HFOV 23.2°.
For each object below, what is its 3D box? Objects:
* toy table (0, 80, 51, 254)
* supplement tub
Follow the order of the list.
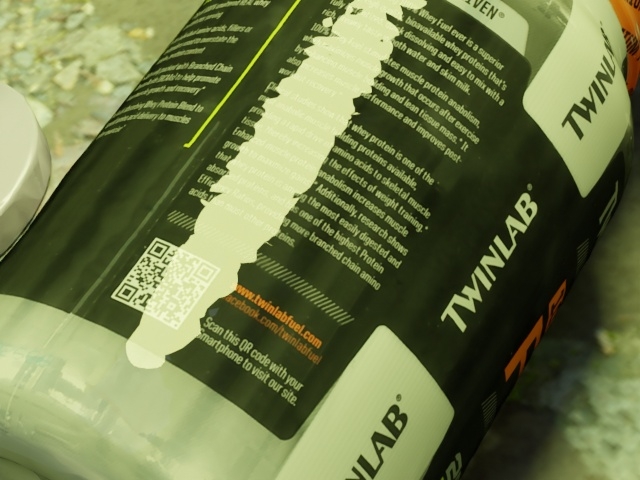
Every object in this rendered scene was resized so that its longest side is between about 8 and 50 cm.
[{"bbox_3d":[-0.295,-0.049,0.800,0.274,0.161,0.252,-30,55,-9],"label":"toy table"},{"bbox_3d":[0.000,0.000,0.670,0.207,0.207,0.338,22,62,25],"label":"supplement tub"}]
